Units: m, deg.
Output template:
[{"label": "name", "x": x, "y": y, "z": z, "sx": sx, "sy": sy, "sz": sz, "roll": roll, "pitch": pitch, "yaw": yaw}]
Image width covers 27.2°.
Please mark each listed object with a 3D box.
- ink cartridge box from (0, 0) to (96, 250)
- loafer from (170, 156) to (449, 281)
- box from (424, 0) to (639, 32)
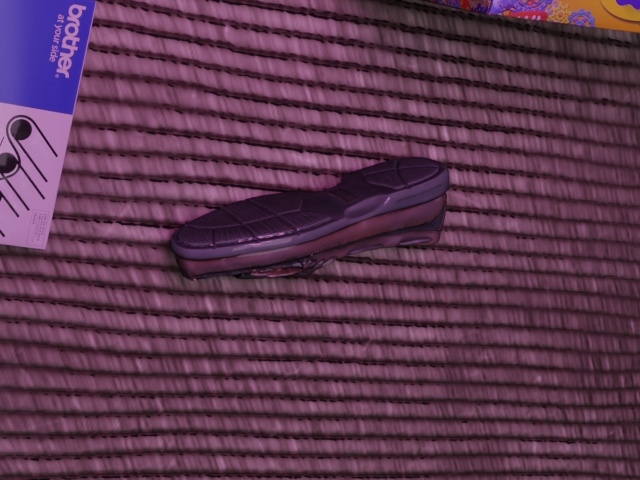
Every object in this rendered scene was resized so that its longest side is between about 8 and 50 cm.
[{"label": "ink cartridge box", "x": -0.249, "y": -0.101, "z": 1.049, "sx": 0.097, "sy": 0.046, "sz": 0.207, "roll": 9, "pitch": 102, "yaw": -28}, {"label": "loafer", "x": 0.000, "y": 0.000, "z": 1.173, "sx": 0.268, "sy": 0.096, "sz": 0.084, "roll": -17, "pitch": 118, "yaw": -22}, {"label": "box", "x": 0.201, "y": -0.270, "z": 1.074, "sx": 0.290, "sy": 0.279, "sz": 0.177, "roll": 2, "pitch": 104, "yaw": -25}]
